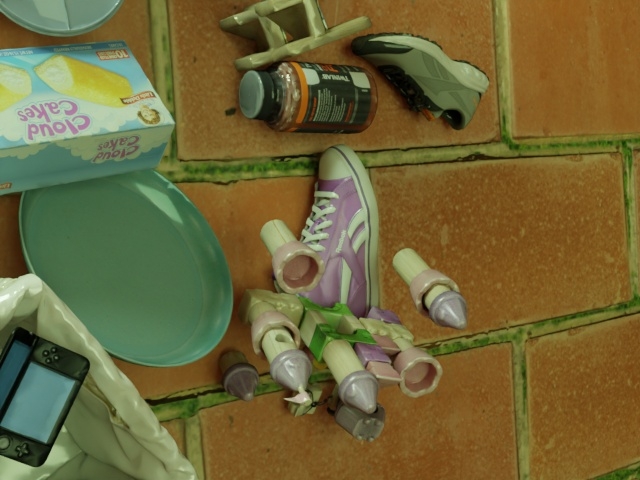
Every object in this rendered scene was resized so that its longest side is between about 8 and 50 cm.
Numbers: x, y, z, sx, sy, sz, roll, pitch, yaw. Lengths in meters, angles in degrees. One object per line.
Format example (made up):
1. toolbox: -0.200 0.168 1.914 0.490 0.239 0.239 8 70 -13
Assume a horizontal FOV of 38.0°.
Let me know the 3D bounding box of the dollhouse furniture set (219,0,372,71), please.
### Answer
1. dollhouse furniture set: 0.005 -0.447 1.208 0.257 0.394 0.362 -25 105 -22

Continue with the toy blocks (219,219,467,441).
1. toy blocks: 0.034 0.173 1.273 0.289 0.260 0.308 11 112 -26

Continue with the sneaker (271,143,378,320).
1. sneaker: 0.001 0.000 1.403 0.161 0.102 0.282 -10 97 -30

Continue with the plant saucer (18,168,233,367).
1. plant saucer: -0.248 0.025 1.186 0.318 0.044 0.317 32 38 -29

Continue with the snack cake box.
1. snack cake box: -0.330 -0.150 1.125 0.264 0.089 0.152 -16 61 -39

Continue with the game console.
1. game console: -0.287 0.157 0.913 0.107 0.071 0.122 31 75 -29

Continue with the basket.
1. basket: -0.386 0.253 1.049 0.331 0.266 0.328 -44 114 -26

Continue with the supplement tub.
1. supplement tub: -0.019 -0.212 1.379 0.198 0.106 0.106 -3 93 -34

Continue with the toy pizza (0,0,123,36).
1. toy pizza: -0.329 -0.349 1.137 0.201 0.032 0.201 0 90 -33

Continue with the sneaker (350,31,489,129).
1. sneaker: 0.162 -0.261 1.506 0.272 0.100 0.107 20 86 -33
